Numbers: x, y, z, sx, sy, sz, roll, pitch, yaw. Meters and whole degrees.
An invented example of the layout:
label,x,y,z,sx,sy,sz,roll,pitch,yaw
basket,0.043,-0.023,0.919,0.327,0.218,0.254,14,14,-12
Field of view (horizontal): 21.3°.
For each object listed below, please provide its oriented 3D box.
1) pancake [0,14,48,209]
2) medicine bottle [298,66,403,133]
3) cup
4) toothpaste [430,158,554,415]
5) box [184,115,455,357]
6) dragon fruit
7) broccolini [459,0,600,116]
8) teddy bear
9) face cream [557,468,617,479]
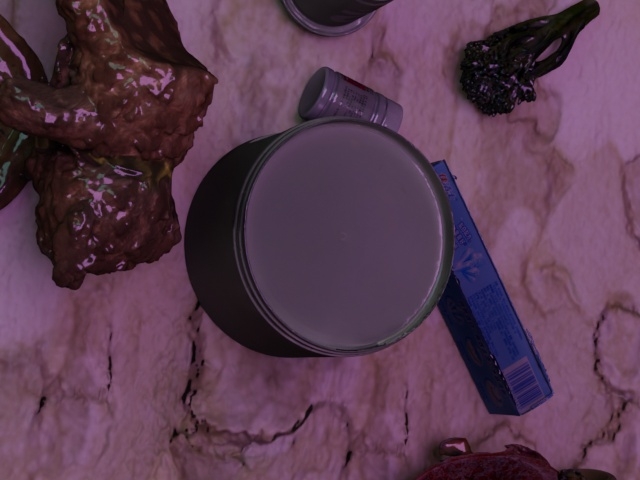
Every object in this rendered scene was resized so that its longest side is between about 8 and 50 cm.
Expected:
label,x,y,z,sx,sy,sz,roll,pitch,yaw
pancake,-0.363,-0.121,1.547,0.250,0.031,0.250,2,84,-24
medicine bottle,0.030,-0.130,1.706,0.091,0.058,0.058,25,77,-20
cup,0.030,-0.267,1.672,0.120,0.141,0.120,1,87,-26
toothpaste,0.152,0.050,1.744,0.053,0.066,0.272,-29,99,-22
box,0.000,0.000,1.635,0.226,0.149,0.226,2,85,-25
dragon fruit,0.169,0.285,1.653,0.282,0.211,0.147,-15,104,5
broccolini,0.228,-0.210,1.797,0.202,0.068,0.091,-41,83,-22
teddy bear,-0.212,-0.131,1.541,0.222,0.246,0.296,-43,76,18
face cream,0.273,0.413,1.773,0.137,0.084,0.341,-6,97,-22
